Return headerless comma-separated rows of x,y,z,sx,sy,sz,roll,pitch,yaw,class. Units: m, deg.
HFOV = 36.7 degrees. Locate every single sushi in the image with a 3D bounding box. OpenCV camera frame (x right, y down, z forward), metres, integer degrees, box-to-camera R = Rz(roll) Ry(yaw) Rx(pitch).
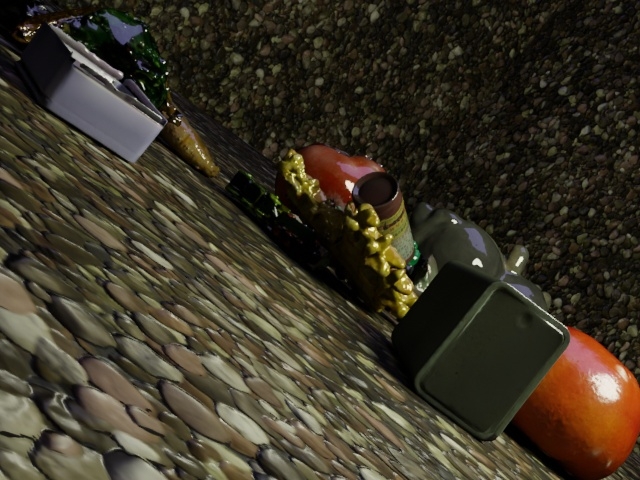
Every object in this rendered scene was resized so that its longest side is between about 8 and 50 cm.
-0.307,-0.269,1.386,0.140,0.149,0.287,46,3,41,sushi

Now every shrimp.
-0.268,-0.204,1.632,0.262,0.066,0.117,52,-9,5,shrimp

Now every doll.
0.287,0.094,1.845,0.382,0.252,0.378,31,4,-1,doll

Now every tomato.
0.362,0.230,1.407,0.260,0.180,0.260,40,5,-4,tomato
0.020,-0.067,1.799,0.228,0.199,0.112,13,22,0,tomato

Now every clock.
-0.283,-0.183,1.181,0.145,0.073,0.193,35,5,-35,clock

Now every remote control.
-0.501,-0.393,1.564,0.145,0.062,0.399,32,6,-46,remote control

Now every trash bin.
0.187,0.121,1.209,0.122,0.164,0.240,37,4,-8,trash bin

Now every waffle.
0.039,0.006,1.493,0.293,0.069,0.259,41,-17,52,waffle

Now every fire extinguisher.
0.102,-0.012,1.550,0.106,0.075,0.252,45,-14,37,fire extinguisher

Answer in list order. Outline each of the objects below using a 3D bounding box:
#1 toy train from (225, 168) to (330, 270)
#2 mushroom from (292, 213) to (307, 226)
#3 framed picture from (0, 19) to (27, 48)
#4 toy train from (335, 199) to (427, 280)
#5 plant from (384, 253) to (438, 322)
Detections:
-0.065,-0.032,1.516,0.250,0.053,0.085,42,0,42,toy train
-0.001,-0.001,1.748,0.202,0.054,0.059,32,7,-17,mushroom
-0.488,-0.333,1.517,0.195,0.010,0.199,35,5,-35,framed picture
0.109,0.013,1.687,0.227,0.136,0.091,46,45,-27,toy train
0.207,0.129,1.549,0.203,0.142,0.131,50,15,11,plant
